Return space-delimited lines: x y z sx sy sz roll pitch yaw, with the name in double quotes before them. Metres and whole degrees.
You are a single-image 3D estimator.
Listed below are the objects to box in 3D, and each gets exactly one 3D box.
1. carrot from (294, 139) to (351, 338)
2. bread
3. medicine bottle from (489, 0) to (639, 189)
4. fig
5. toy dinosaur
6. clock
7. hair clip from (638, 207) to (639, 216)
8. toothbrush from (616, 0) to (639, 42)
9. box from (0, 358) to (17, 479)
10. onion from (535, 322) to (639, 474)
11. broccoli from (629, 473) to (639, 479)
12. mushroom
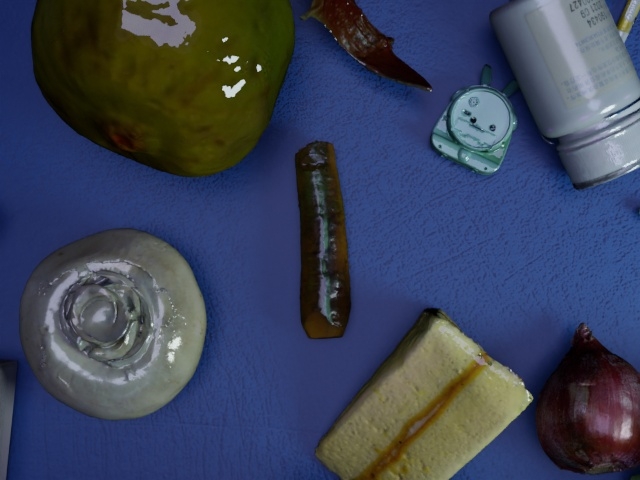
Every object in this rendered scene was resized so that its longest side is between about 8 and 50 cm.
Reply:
"carrot" 0.000 0.000 1.574 0.070 0.070 0.260 -5 87 2
"bread" 0.126 0.233 1.515 0.167 0.163 0.264 38 90 2
"medicine bottle" 0.327 -0.205 1.524 0.143 0.143 0.258 -25 94 1
"fig" -0.182 -0.260 1.473 0.343 0.343 0.343 0 88 2
"toy dinosaur" 0.040 -0.338 1.519 0.113 0.206 0.327 -17 79 43
"clock" 0.212 -0.162 1.582 0.101 0.041 0.135 25 89 2
"hair clip" 0.532 -0.016 1.568 0.229 0.070 0.039 8 92 9
"toothbrush" 0.448 -0.380 1.590 0.021 0.024 0.288 24 89 1
"box" -0.518 0.270 1.562 0.203 0.106 0.252 5 87 1
"onion" 0.348 0.201 1.519 0.159 0.159 0.195 -1 70 2
"broccoli" 0.517 0.315 1.470 0.275 0.308 0.308 -17 87 45
"mushroom" -0.264 0.101 1.514 0.246 0.202 0.246 0 78 0
